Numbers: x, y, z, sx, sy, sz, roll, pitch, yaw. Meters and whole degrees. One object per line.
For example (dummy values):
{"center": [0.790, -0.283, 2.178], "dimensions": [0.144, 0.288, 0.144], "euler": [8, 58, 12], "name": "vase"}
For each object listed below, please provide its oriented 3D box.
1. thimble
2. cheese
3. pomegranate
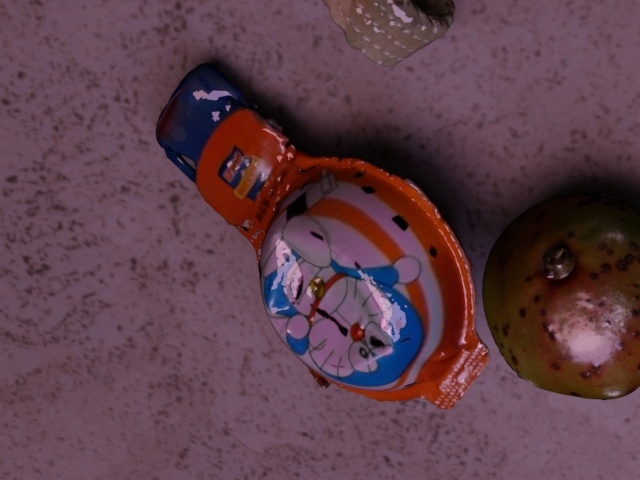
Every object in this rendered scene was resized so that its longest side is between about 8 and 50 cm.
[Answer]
{"center": [0.043, -0.184, 1.299], "dimensions": [0.062, 0.084, 0.110], "euler": [-32, 108, 34], "name": "thimble"}
{"center": [0.000, 0.000, 1.409], "dimensions": [0.329, 0.129, 0.217], "euler": [45, 132, 11], "name": "cheese"}
{"center": [0.205, 0.054, 1.360], "dimensions": [0.159, 0.159, 0.205], "euler": [4, 151, 18], "name": "pomegranate"}
